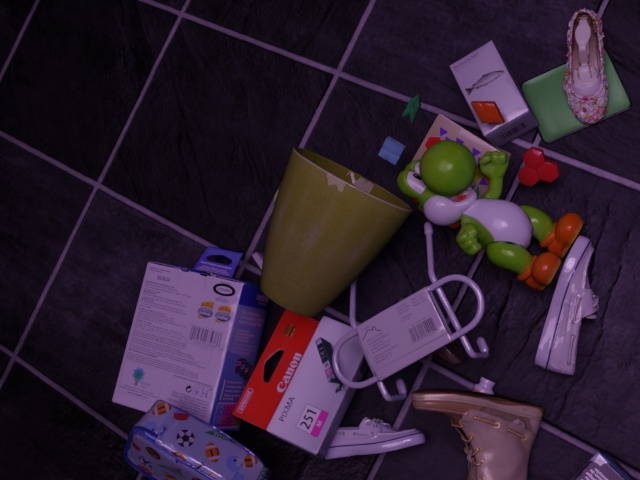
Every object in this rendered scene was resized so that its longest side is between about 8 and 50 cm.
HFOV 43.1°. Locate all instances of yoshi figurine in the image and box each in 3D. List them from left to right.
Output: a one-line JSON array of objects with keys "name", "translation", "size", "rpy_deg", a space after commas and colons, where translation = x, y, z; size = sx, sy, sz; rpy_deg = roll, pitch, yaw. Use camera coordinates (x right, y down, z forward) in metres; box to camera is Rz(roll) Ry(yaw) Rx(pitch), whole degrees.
[{"name": "yoshi figurine", "translation": [0.318, -0.071, 1.568], "size": [0.362, 0.203, 0.203], "rpy_deg": [31, 109, 13]}]

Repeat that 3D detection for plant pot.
[{"name": "plant pot", "translation": [0.000, 0.000, 1.670], "size": [0.275, 0.275, 0.293], "rpy_deg": [33, 101, 26]}]

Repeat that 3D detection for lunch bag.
[{"name": "lunch bag", "translation": [-0.265, 0.478, 1.703], "size": [0.303, 0.243, 0.115], "rpy_deg": [34, 50, 3]}]

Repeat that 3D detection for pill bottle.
[{"name": "pill bottle", "translation": [0.318, 0.315, 1.611], "size": [0.043, 0.043, 0.083], "rpy_deg": [24, 89, 26]}]

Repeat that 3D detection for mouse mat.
[{"name": "mouse mat", "translation": [0.524, -0.300, 1.670], "size": [0.190, 0.007, 0.152], "rpy_deg": [-23, 71, 17]}]

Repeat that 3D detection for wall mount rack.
[{"name": "wall mount rack", "translation": [0.169, 0.139, 1.607], "size": [0.350, 0.130, 0.304], "rpy_deg": [-33, 69, 26]}]

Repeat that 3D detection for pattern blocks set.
[{"name": "pattern blocks set", "translation": [0.290, -0.160, 1.658], "size": [0.325, 0.026, 0.285], "rpy_deg": [40, 126, 4]}]

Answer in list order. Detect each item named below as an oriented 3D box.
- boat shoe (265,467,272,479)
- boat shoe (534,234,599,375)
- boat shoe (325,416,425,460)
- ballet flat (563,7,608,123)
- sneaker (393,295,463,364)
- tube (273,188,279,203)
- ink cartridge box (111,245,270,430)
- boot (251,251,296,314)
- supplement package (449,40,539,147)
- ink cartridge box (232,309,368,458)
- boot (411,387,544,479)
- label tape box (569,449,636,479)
[{"name": "boat shoe", "translation": [-0.165, 0.507, 1.785], "size": [0.125, 0.038, 0.046], "rpy_deg": [5, 123, 30]}, {"name": "boat shoe", "translation": [0.489, 0.127, 1.550], "size": [0.088, 0.096, 0.267], "rpy_deg": [17, 88, 21]}, {"name": "boat shoe", "translation": [0.102, 0.400, 1.665], "size": [0.226, 0.083, 0.075], "rpy_deg": [-15, 75, 21]}, {"name": "ballet flat", "translation": [0.530, -0.358, 1.634], "size": [0.091, 0.077, 0.241], "rpy_deg": [-7, 77, 22]}, {"name": "sneaker", "translation": [0.217, 0.200, 1.679], "size": [0.188, 0.066, 0.071], "rpy_deg": [48, 116, 29]}, {"name": "tube", "translation": [0.002, -0.045, 1.818], "size": [0.240, 0.062, 0.070], "rpy_deg": [37, 138, 19]}, {"name": "ink cartridge box", "translation": [-0.279, 0.206, 1.833], "size": [0.270, 0.151, 0.395], "rpy_deg": [11, 85, 25]}, {"name": "boot", "translation": [-0.072, 0.078, 1.827], "size": [0.086, 0.069, 0.190], "rpy_deg": [-36, 63, -10]}, {"name": "supplement package", "translation": [0.362, -0.302, 1.684], "size": [0.105, 0.105, 0.179], "rpy_deg": [-30, 69, 20]}, {"name": "ink cartridge box", "translation": [-0.041, 0.289, 1.728], "size": [0.239, 0.060, 0.275], "rpy_deg": [19, 72, 25]}, {"name": "boot", "translation": [0.286, 0.391, 1.538], "size": [0.262, 0.095, 0.203], "rpy_deg": [11, 86, -12]}, {"name": "label tape box", "translation": [0.484, 0.582, 1.450], "size": [0.240, 0.106, 0.333], "rpy_deg": [44, 98, 25]}]
